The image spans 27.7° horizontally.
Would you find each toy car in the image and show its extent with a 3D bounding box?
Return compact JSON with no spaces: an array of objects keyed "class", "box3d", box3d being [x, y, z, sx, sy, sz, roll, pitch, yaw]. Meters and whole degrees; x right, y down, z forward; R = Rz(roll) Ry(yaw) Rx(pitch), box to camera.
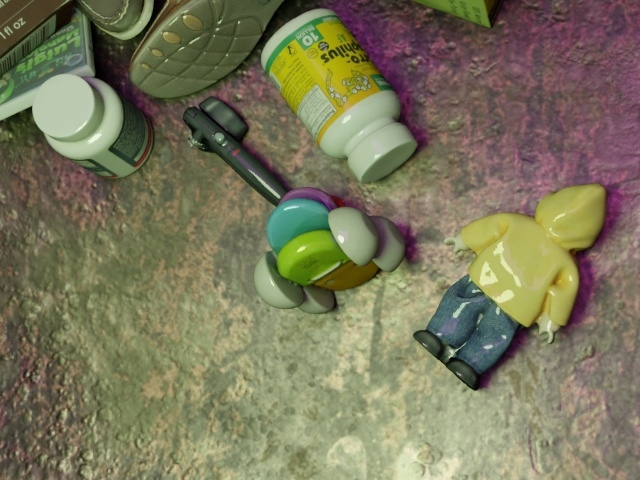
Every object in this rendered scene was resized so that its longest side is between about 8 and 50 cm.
[{"class":"toy car","box3d":[0.000,0.000,1.567,0.159,0.182,0.136,-32,70,21]}]

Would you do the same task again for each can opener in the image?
[{"class":"can opener","box3d":[-0.106,-0.110,1.669,0.073,0.059,0.186,-44,74,1]}]

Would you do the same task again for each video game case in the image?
[{"class":"video game case","box3d":[-0.391,-0.234,1.728,0.190,0.022,0.173,-23,43,7]}]

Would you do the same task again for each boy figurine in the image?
[{"class":"boy figurine","box3d":[0.231,0.036,1.553,0.177,0.092,0.285,39,89,16]}]

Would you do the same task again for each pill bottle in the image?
[{"class":"pill bottle","box3d":[-0.291,-0.149,1.654,0.108,0.180,0.107,-2,80,12]},{"class":"pill bottle","box3d":[0.027,-0.177,1.622,0.118,0.117,0.208,-36,74,4]}]

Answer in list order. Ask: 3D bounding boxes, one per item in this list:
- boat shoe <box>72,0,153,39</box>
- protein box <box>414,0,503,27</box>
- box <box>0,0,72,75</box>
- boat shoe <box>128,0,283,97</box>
[{"class":"boat shoe","box3d":[-0.323,-0.398,1.716,0.117,0.097,0.324,-38,62,18]},{"class":"protein box","box3d":[0.135,-0.384,1.592,0.201,0.200,0.136,23,86,15]},{"class":"box","box3d":[-0.507,-0.377,1.635,0.191,0.143,0.381,-43,94,-13]},{"class":"boat shoe","box3d":[-0.127,-0.318,1.696,0.324,0.123,0.116,-41,40,11]}]
